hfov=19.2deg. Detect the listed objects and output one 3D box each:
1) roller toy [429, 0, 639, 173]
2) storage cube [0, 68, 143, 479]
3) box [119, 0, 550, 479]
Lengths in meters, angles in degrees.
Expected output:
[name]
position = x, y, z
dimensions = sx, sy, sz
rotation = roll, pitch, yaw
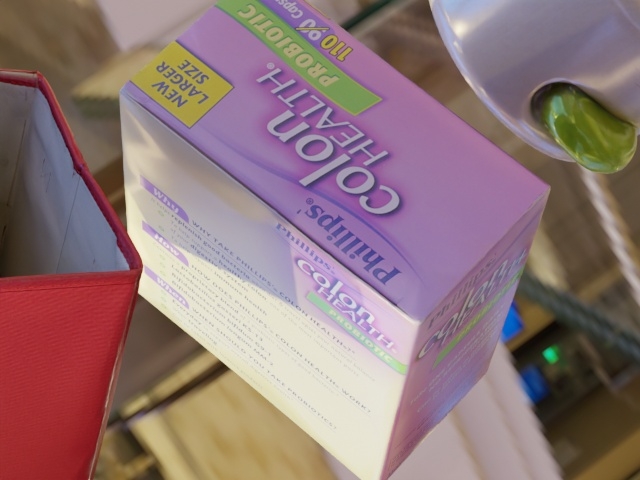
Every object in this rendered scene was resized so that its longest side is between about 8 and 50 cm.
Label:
[roller toy]
position = 0.178, -0.165, 1.254
dimensions = 0.146, 0.191, 0.209
rotation = -34, 94, 31
[storage cube]
position = -0.222, 0.040, 0.958
dimensions = 0.184, 0.215, 0.193
rotation = 57, 141, 44
[box]
position = 0.000, 0.000, 1.114
dimensions = 0.213, 0.117, 0.243
rotation = 39, 157, 16
